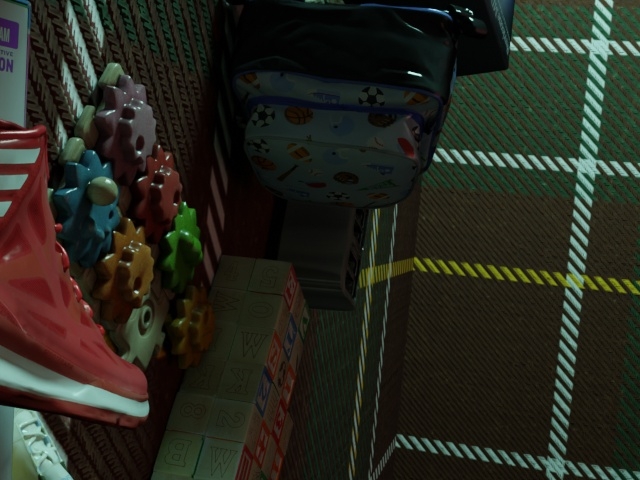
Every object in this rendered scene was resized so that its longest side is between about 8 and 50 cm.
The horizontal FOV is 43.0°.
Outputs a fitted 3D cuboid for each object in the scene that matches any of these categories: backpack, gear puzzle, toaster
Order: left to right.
[{"bbox_3d":[-0.141,0.024,0.717,0.339,0.044,0.175,77,23,-53],"label":"gear puzzle"},{"bbox_3d":[0.000,0.000,1.154,0.186,0.110,0.168,57,40,-69],"label":"toaster"},{"bbox_3d":[0.030,-0.149,0.935,0.263,0.276,0.213,62,41,-78],"label":"backpack"}]

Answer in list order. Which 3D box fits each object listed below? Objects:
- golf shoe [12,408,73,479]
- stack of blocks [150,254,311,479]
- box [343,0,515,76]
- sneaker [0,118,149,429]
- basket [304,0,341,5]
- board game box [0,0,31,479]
[{"bbox_3d":[-0.184,0.130,0.502,0.069,0.086,0.176,-22,116,-73],"label":"golf shoe"},{"bbox_3d":[-0.090,0.188,0.909,0.171,0.087,0.297,75,25,-56],"label":"stack of blocks"},{"bbox_3d":[0.138,-0.407,1.028,0.296,0.182,0.294,50,45,-51],"label":"box"},{"bbox_3d":[-0.132,0.017,0.394,0.221,0.087,0.128,60,39,-70],"label":"sneaker"},{"bbox_3d":[0.038,-0.284,1.188,0.167,0.113,0.103,64,37,-64],"label":"basket"},{"bbox_3d":[-0.223,0.035,0.343,0.242,0.064,0.317,-17,112,-76],"label":"board game box"}]
